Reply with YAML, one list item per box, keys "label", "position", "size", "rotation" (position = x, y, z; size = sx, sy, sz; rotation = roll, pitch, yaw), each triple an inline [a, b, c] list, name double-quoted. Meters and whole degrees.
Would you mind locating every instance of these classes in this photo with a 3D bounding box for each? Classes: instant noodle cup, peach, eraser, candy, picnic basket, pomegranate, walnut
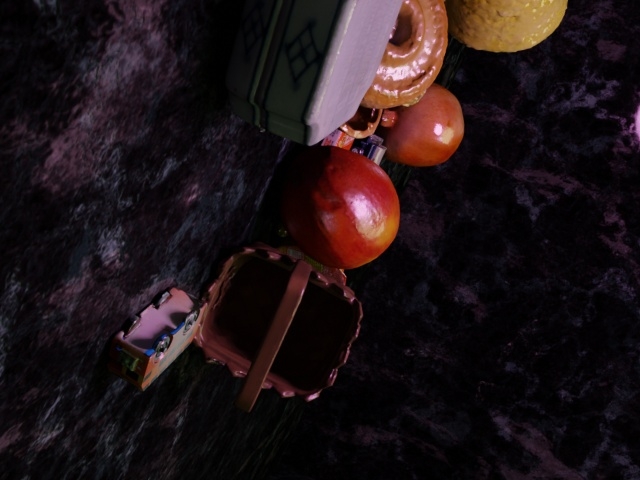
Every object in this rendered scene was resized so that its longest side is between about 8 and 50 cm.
- label: "instant noodle cup"
  position: [0.000, 0.000, 1.766]
  size: [0.193, 0.193, 0.212]
  rotation: [103, 9, -52]
- label: "peach"
  position: [0.032, -0.076, 1.539]
  size: [0.238, 0.281, 0.281]
  rotation: [-31, 178, 16]
- label: "eraser"
  position: [0.052, -0.253, 1.743]
  size: [0.230, 0.038, 0.157]
  rotation: [-65, 170, 6]
- label: "candy"
  position: [-0.068, -0.062, 1.672]
  size: [0.035, 0.035, 0.122]
  rotation: [66, 41, -62]
- label: "picnic basket"
  position: [-0.082, 0.152, 1.378]
  size: [0.321, 0.291, 0.254]
  rotation: [-76, -169, -81]
- label: "pomegranate"
  position: [0.260, -0.322, 2.082]
  size: [0.252, 0.271, 0.228]
  rotation: [-5, -94, 57]
- label: "walnut"
  position: [0.037, -0.288, 1.391]
  size: [0.167, 0.087, 0.211]
  rotation: [-47, 133, -36]

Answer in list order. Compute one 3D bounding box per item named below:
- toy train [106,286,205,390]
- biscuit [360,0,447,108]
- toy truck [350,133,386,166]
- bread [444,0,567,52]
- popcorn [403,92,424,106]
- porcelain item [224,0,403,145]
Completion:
- label: "toy train"
  position: [-0.249, 0.148, 1.159]
  size: [0.188, 0.072, 0.099]
  rotation: [-47, 160, -57]
- label: "biscuit"
  position: [0.138, -0.376, 1.327]
  size: [0.213, 0.091, 0.274]
  rotation: [-14, 102, -30]
- label: "toy truck"
  position: [0.111, -0.193, 2.041]
  size: [0.201, 0.088, 0.074]
  rotation: [-66, 171, 15]
- label: "bread"
  position: [0.472, -0.683, 1.919]
  size: [0.348, 0.348, 0.308]
  rotation: [-61, 166, -12]
- label: "popcorn"
  position: [0.215, -0.410, 1.900]
  size: [0.162, 0.141, 0.135]
  rotation: [39, 78, -39]
- label: "porcelain item"
  position: [-0.004, -0.295, 1.040]
  size: [0.281, 0.157, 0.285]
  rotation: [-50, 162, -59]
